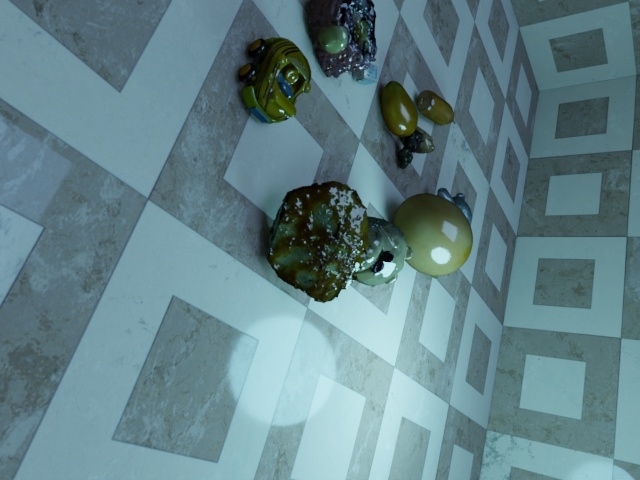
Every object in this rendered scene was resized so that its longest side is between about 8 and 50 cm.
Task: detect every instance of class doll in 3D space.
[{"bbox_3d":[0.551,-0.124,2.312,0.341,0.158,0.245,-4,100,-25],"label":"doll"},{"bbox_3d":[0.153,0.023,1.675,0.350,0.247,0.247,30,66,-39],"label":"doll"}]

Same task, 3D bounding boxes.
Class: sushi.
[{"bbox_3d":[0.077,-0.670,1.619,0.236,0.171,0.270,-42,127,-46],"label":"sushi"}]

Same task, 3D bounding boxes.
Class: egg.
[{"bbox_3d":[0.450,-0.025,2.015,0.373,0.301,0.301,55,49,-36],"label":"egg"}]

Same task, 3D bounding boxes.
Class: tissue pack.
[{"bbox_3d":[0.164,-0.614,1.829,0.094,0.059,0.074,-3,94,-53],"label":"tissue pack"}]

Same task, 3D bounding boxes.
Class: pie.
[{"bbox_3d":[0.000,0.000,1.450,0.289,0.103,0.354,14,98,-14],"label":"pie"}]

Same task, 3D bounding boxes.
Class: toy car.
[{"bbox_3d":[-0.107,-0.450,1.394,0.200,0.143,0.247,35,64,-49],"label":"toy car"}]

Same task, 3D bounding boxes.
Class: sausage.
[{"bbox_3d":[0.544,-0.598,2.304,0.328,0.112,0.112,8,84,-54],"label":"sausage"}]

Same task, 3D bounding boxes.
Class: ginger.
[{"bbox_3d":[0.410,-0.440,2.124,0.193,0.123,0.115,25,90,-45],"label":"ginger"}]

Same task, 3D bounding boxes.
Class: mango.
[{"bbox_3d":[0.307,-0.515,1.975,0.221,0.121,0.151,61,42,-24],"label":"mango"}]

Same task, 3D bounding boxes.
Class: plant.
[{"bbox_3d":[0.368,-0.380,2.069,0.085,0.087,0.174,-30,145,-61],"label":"plant"}]

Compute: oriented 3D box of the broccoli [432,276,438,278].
[{"bbox_3d":[0.550,0.117,2.303,0.131,0.120,0.130,19,89,-54],"label":"broccoli"}]
